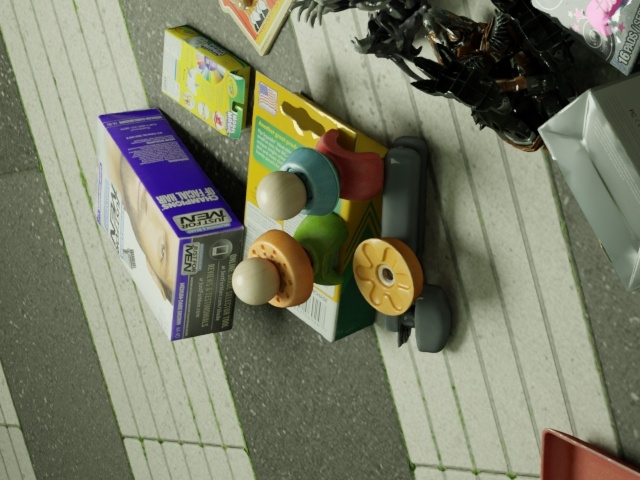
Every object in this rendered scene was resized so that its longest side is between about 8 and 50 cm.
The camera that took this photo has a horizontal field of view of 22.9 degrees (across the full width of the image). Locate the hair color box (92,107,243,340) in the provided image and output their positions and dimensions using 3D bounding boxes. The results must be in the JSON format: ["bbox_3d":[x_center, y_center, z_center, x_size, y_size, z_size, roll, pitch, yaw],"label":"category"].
[{"bbox_3d":[-0.231,-0.030,2.324,0.339,0.110,0.185,50,142,45],"label":"hair color box"}]

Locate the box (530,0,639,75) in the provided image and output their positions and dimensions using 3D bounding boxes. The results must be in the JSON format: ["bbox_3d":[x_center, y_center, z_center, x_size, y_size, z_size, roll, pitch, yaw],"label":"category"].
[{"bbox_3d":[0.326,-0.306,1.482,0.142,0.163,0.247,43,136,31],"label":"box"}]

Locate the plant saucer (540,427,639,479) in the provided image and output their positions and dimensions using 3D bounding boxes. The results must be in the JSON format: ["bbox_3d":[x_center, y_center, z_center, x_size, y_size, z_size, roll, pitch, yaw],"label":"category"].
[{"bbox_3d":[0.368,0.369,1.863,0.259,0.048,0.258,24,124,44],"label":"plant saucer"}]

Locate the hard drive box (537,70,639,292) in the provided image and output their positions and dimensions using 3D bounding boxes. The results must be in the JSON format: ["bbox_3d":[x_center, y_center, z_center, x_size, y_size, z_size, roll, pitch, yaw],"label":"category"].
[{"bbox_3d":[0.350,-0.077,1.507,0.089,0.232,0.181,-39,74,53],"label":"hard drive box"}]

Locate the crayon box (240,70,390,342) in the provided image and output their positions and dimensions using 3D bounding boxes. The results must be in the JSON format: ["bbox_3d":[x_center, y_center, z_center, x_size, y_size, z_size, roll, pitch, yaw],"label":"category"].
[{"bbox_3d":[-0.005,-0.053,2.104,0.203,0.083,0.322,36,133,37],"label":"crayon box"}]

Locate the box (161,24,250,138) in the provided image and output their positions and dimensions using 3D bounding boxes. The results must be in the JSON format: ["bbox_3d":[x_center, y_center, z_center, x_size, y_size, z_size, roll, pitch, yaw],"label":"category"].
[{"bbox_3d":[-0.157,-0.225,2.251,0.179,0.043,0.105,38,134,39],"label":"box"}]

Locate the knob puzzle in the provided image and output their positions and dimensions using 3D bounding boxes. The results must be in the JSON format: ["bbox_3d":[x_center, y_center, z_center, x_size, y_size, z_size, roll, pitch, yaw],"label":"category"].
[{"bbox_3d":[-0.104,-0.371,2.120,0.213,0.030,0.213,28,128,43],"label":"knob puzzle"}]

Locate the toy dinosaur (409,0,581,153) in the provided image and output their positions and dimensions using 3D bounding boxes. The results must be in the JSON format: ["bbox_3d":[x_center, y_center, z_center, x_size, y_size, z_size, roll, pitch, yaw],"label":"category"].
[{"bbox_3d":[0.223,-0.168,1.701,0.322,0.164,0.218,22,168,31],"label":"toy dinosaur"}]

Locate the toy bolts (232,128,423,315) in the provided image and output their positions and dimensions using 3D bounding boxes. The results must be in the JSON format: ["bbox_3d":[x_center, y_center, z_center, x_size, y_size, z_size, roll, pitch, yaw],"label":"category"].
[{"bbox_3d":[0.000,0.000,1.925,0.218,0.158,0.228,27,128,36],"label":"toy bolts"}]

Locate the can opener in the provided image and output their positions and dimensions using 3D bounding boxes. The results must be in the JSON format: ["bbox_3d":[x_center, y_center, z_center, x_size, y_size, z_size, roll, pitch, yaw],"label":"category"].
[{"bbox_3d":[0.127,0.011,1.996,0.095,0.076,0.283,9,118,15],"label":"can opener"}]

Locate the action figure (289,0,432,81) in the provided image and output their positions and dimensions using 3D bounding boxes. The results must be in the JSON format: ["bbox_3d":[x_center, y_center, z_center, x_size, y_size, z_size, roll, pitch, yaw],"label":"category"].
[{"bbox_3d":[0.035,-0.303,1.878,0.275,0.141,0.164,65,162,7],"label":"action figure"}]
